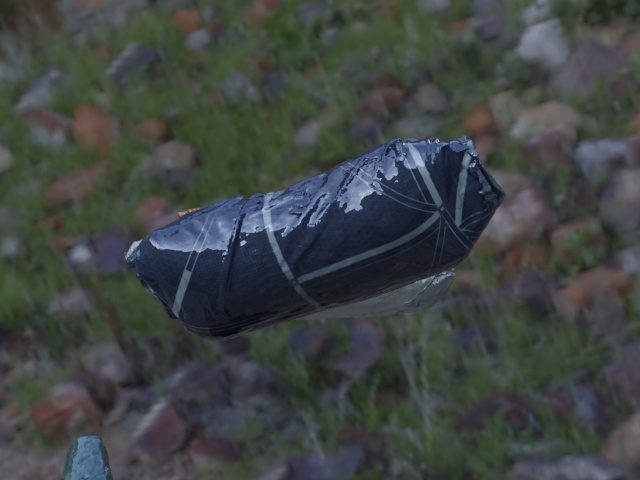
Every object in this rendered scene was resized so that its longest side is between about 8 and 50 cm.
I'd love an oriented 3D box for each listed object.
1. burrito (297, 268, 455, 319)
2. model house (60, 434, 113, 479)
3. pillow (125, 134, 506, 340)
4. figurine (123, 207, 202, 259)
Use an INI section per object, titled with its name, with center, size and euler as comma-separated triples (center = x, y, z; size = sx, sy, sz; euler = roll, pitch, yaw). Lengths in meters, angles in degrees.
[burrito]
center = 0.001, 0.049, 1.572
size = 0.275, 0.082, 0.059
euler = -2, 63, 0
[model house]
center = -0.212, 0.220, 1.340
size = 0.066, 0.079, 0.083
euler = 3, 59, -11
[pillow]
center = 0.000, 0.000, 1.330
size = 0.335, 0.161, 0.093
euler = -16, 56, 17
[figurine]
center = -0.126, -0.002, 1.404
size = 0.109, 0.047, 0.064
euler = -10, -17, -26
